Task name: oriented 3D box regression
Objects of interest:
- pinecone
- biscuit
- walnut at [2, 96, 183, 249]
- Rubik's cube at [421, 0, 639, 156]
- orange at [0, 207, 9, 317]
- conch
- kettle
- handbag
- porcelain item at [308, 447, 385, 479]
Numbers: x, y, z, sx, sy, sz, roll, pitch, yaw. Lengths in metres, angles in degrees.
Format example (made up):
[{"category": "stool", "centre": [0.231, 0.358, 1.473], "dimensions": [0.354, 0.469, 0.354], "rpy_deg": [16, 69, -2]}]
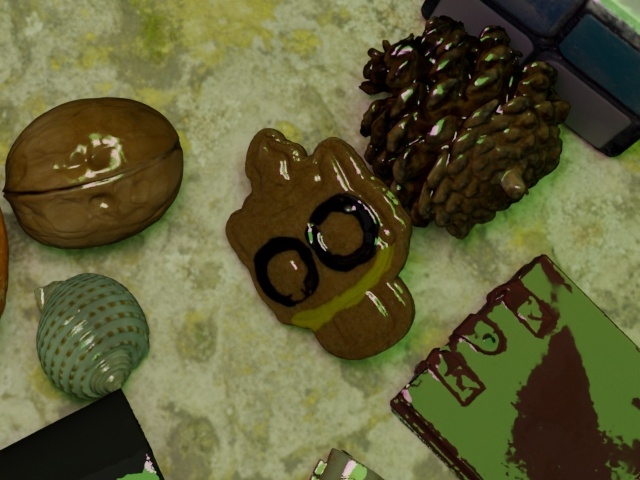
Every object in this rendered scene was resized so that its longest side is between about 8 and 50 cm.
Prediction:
[{"category": "pinecone", "centre": [0.160, -0.144, 1.585], "dimensions": [0.243, 0.243, 0.257], "rpy_deg": [-18, 78, -11]}, {"category": "biscuit", "centre": [0.000, 0.000, 1.569], "dimensions": [0.208, 0.041, 0.290], "rpy_deg": [-35, 84, 25]}, {"category": "walnut", "centre": [-0.255, -0.077, 1.551], "dimensions": [0.207, 0.167, 0.167], "rpy_deg": [-17, 81, -9]}, {"category": "Rubik's cube", "centre": [0.348, -0.334, 1.608], "dimensions": [0.313, 0.318, 0.316], "rpy_deg": [37, 75, 1]}, {"category": "orange", "centre": [-0.495, 0.018, 1.427], "dimensions": [0.341, 0.293, 0.340], "rpy_deg": [1, 79, -7]}, {"category": "conch", "centre": [-0.254, 0.100, 1.546], "dimensions": [0.135, 0.102, 0.153], "rpy_deg": [-20, 80, -26]}, {"category": "kettle", "centre": [-0.299, 0.330, 1.465], "dimensions": [0.308, 0.262, 0.203], "rpy_deg": [-25, 47, -9]}, {"category": "handbag", "centre": [0.257, 0.193, 1.606], "dimensions": [0.260, 0.084, 0.275], "rpy_deg": [-42, 86, -11]}, {"category": "porcelain item", "centre": [-0.012, 0.341, 1.548], "dimensions": [0.084, 0.054, 0.213], "rpy_deg": [33, 77, 2]}]
